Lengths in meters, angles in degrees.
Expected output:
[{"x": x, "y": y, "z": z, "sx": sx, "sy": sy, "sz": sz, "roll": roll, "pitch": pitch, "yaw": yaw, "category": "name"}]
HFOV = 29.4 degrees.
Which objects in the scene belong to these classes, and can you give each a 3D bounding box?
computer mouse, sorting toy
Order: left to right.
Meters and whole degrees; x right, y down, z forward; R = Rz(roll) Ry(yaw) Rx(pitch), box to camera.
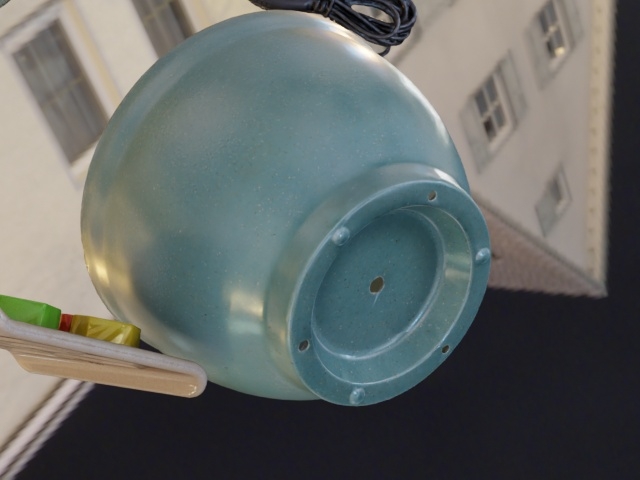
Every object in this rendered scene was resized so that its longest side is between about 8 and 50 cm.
[{"x": -0.204, "y": 0.057, "z": 0.806, "sx": 0.193, "sy": 0.208, "sz": 0.038, "roll": 3, "pitch": -106, "yaw": 35, "category": "sorting toy"}, {"x": -0.029, "y": -0.134, "z": 1.212, "sx": 0.188, "sy": 0.272, "sz": 0.072, "roll": 15, "pitch": -153, "yaw": -8, "category": "computer mouse"}]

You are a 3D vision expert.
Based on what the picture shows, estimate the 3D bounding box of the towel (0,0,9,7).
[{"x": -0.136, "y": -0.251, "z": 0.329, "sx": 0.324, "sy": 0.312, "sz": 0.056, "roll": -51, "pitch": -151, "yaw": -8, "category": "towel"}]

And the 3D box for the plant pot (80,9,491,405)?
[{"x": 0.000, "y": 0.000, "z": 0.896, "sx": 0.293, "sy": 0.293, "sz": 0.196, "roll": -34, "pitch": -139, "yaw": -18, "category": "plant pot"}]
